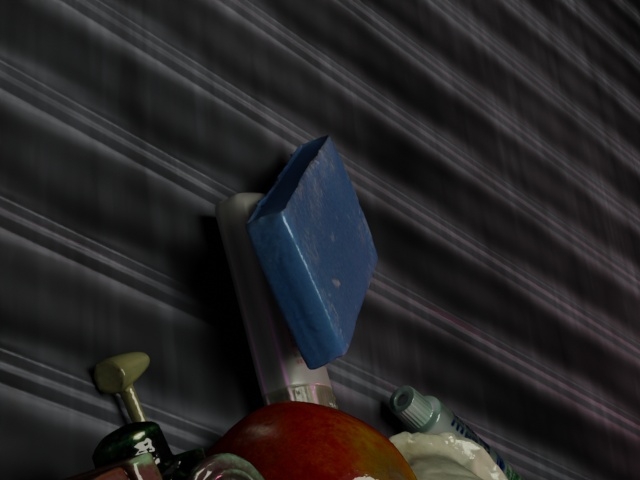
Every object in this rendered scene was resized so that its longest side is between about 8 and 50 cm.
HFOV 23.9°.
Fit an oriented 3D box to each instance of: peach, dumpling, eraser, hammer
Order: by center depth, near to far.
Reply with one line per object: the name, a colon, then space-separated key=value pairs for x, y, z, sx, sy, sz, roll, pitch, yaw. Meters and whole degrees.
hammer: x=-0.125 y=0.181 z=1.204 sx=0.060 sy=0.028 sz=0.195 roll=-13 pitch=82 yaw=-66
peach: x=-0.010 y=0.231 z=1.241 sx=0.190 sy=0.192 sz=0.190 roll=-25 pitch=124 yaw=-45
dumpling: x=0.118 y=0.256 z=1.409 sx=0.216 sy=0.126 sz=0.166 roll=21 pitch=50 yaw=-7
eraser: x=0.000 y=0.000 z=1.414 sx=0.312 sy=0.043 sz=0.144 roll=-63 pitch=132 yaw=-72

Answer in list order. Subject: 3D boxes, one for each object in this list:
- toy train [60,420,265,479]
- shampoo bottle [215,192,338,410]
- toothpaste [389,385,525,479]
toy train: x=-0.110 y=0.285 z=1.039 sx=0.221 sy=0.150 sz=0.304 roll=-23 pitch=89 yaw=-50
shampoo bottle: x=-0.039 y=0.071 z=1.381 sx=0.086 sy=0.056 sz=0.227 roll=17 pitch=54 yaw=-60
toothpaste: x=0.168 y=0.239 z=1.590 sx=0.297 sy=0.048 sz=0.074 roll=43 pitch=29 yaw=-36
